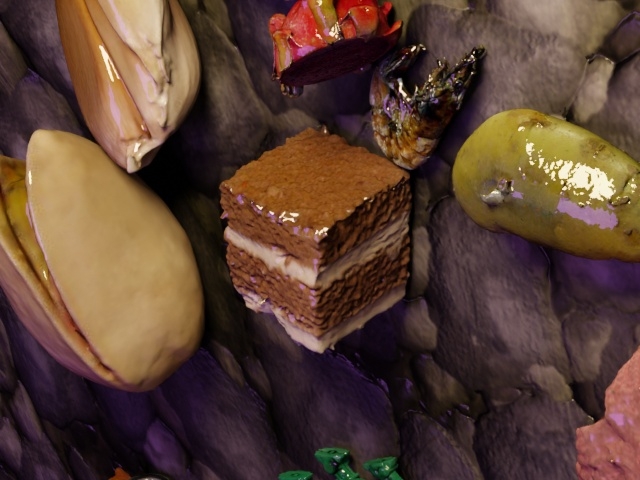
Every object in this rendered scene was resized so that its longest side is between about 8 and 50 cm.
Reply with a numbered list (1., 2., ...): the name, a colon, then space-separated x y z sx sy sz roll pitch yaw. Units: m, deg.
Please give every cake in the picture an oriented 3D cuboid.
1. cake: 0.000 0.000 1.372 0.135 0.134 0.147 28 141 39

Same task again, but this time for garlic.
1. garlic: -0.185 -0.183 1.508 0.217 0.110 0.228 -4 100 64

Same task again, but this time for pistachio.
1. pistachio: -0.242 0.023 1.596 0.193 0.214 0.318 -21 129 19

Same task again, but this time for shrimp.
1. shrimp: 0.079 -0.122 1.270 0.091 0.034 0.161 56 145 11

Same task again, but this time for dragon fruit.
1. dragon fruit: 0.007 -0.175 1.274 0.126 0.112 0.068 109 143 -78

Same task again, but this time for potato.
1. potato: 0.178 -0.038 1.160 0.188 0.085 0.105 25 132 35

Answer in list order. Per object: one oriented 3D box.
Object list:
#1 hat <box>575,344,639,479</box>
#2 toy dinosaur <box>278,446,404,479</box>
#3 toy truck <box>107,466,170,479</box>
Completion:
1. hat: 0.297 0.205 1.137 0.286 0.107 0.237 -115 27 -42
2. toy dinosaur: 0.058 0.283 1.513 0.259 0.094 0.153 -13 101 46
3. toy truck: -0.170 0.438 1.786 0.387 0.207 0.173 24 129 41
